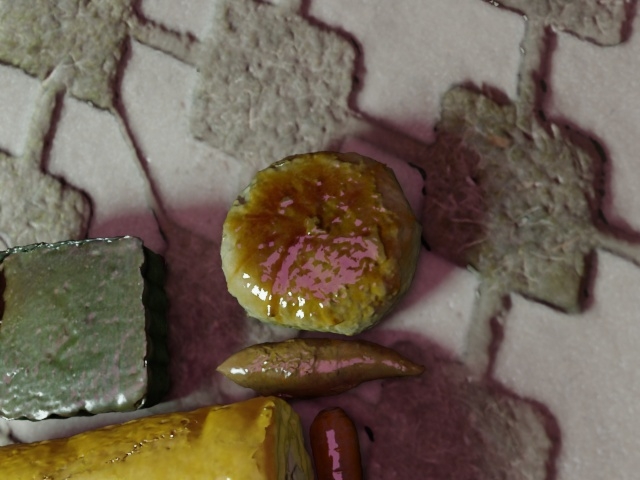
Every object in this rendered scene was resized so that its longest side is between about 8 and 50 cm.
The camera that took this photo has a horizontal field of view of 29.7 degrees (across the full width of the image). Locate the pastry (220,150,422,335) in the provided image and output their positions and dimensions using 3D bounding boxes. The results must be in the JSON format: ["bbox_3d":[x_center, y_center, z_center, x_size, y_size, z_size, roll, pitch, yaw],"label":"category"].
[{"bbox_3d":[0.000,0.000,1.194,0.192,0.093,0.182,6,76,15],"label":"pastry"}]

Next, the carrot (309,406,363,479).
[{"bbox_3d":[0.029,0.266,1.152,0.048,0.048,0.216,-14,78,10],"label":"carrot"}]

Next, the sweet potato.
[{"bbox_3d":[0.000,0.126,1.185,0.206,0.060,0.068,-5,113,11],"label":"sweet potato"}]

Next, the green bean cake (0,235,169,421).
[{"bbox_3d":[-0.243,0.094,1.227,0.173,0.094,0.181,-8,74,11],"label":"green bean cake"}]

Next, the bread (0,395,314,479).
[{"bbox_3d":[-0.192,0.285,1.133,0.375,0.165,0.237,-14,72,11],"label":"bread"}]
